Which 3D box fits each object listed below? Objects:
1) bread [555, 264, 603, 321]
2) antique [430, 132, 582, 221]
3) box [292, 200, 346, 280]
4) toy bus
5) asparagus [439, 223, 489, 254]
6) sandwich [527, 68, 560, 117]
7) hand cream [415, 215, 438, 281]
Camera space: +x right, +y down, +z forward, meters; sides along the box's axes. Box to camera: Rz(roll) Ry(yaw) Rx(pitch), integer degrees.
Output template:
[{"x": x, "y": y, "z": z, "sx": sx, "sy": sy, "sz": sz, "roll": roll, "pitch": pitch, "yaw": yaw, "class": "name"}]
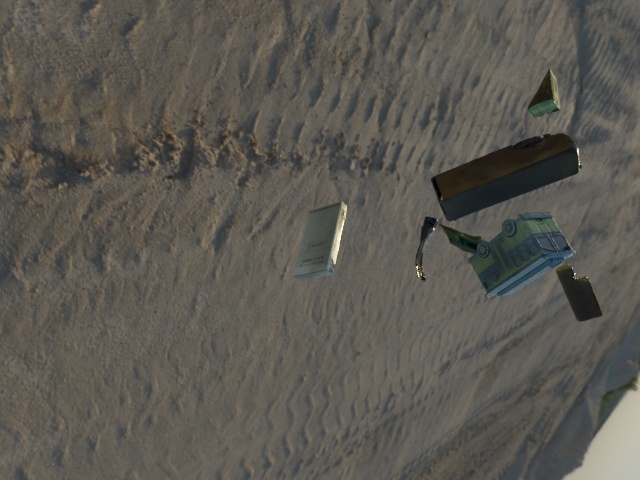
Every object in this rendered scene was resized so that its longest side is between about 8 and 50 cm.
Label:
[{"x": 0.898, "y": 0.178, "z": 1.437, "sx": 0.226, "sy": 0.088, "sz": 0.049, "roll": 59, "pitch": 29, "yaw": -18, "class": "bread"}, {"x": 0.429, "y": -0.153, "z": 0.975, "sx": 0.310, "sy": 0.093, "sz": 0.087, "roll": -22, "pitch": 136, "yaw": 20, "class": "antique"}, {"x": 0.000, "y": 0.000, "z": 1.005, "sx": 0.029, "sy": 0.109, "sz": 0.198, "roll": 41, "pitch": 49, "yaw": -38, "class": "box"}, {"x": 0.671, "y": 0.053, "z": 1.419, "sx": 0.152, "sy": 0.190, "sz": 0.312, "roll": -5, "pitch": 151, "yaw": -23, "class": "toy bus"}, {"x": 0.630, "y": 0.025, "z": 1.660, "sx": 0.082, "sy": 0.343, "sz": 0.085, "roll": -1, "pitch": 114, "yaw": -80, "class": "asparagus"}, {"x": 0.687, "y": -0.455, "z": 1.281, "sx": 0.074, "sy": 0.074, "sz": 0.116, "roll": 23, "pitch": 65, "yaw": -41, "class": "sandwich"}, {"x": 0.262, "y": 0.021, "z": 1.041, "sx": 0.062, "sy": 0.039, "sz": 0.163, "roll": 31, "pitch": 71, "yaw": -63, "class": "hand cream"}]
